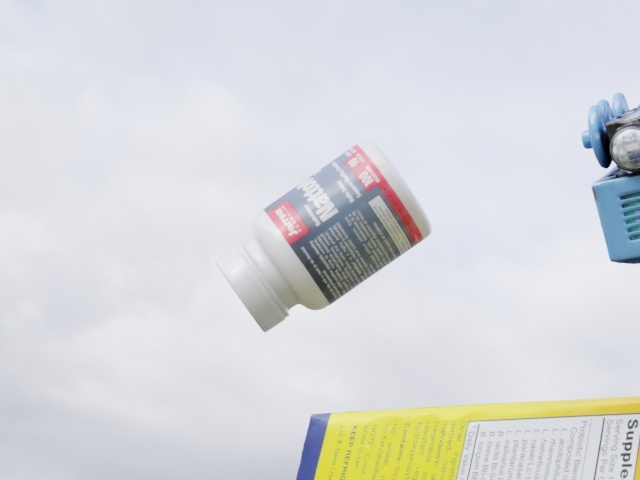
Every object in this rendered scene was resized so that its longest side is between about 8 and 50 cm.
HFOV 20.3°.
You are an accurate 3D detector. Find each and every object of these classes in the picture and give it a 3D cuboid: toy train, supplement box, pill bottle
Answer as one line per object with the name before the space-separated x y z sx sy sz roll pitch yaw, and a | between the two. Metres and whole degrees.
toy train | 0.222 -0.047 1.175 0.080 0.105 0.184 -10 5 19
supplement box | 0.160 0.251 1.401 0.357 0.194 0.195 -7 -30 42
pill bottle | 0.000 0.000 1.623 0.180 0.108 0.108 -35 -24 -2
